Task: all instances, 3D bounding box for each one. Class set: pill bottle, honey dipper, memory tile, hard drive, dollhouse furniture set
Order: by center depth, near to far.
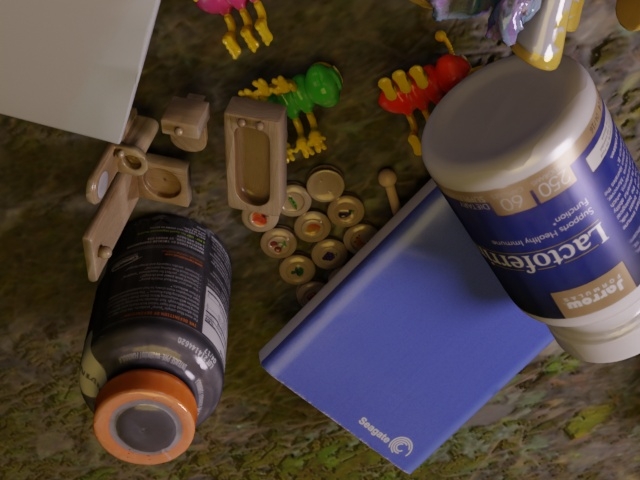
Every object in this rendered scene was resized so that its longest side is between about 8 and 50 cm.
[{"bbox_3d":[0.209,-0.021,1.091,0.153,0.153,0.264,-26,126,16],"label":"pill bottle"},{"bbox_3d":[-0.119,-0.041,1.108,0.151,0.123,0.144,12,137,9],"label":"dollhouse furniture set"},{"bbox_3d":[-0.151,0.092,1.160,0.131,0.245,0.130,0,124,0],"label":"pill bottle"},{"bbox_3d":[0.084,0.000,1.233,0.031,0.030,0.160,-13,121,8],"label":"honey dipper"},{"bbox_3d":[0.124,0.065,1.234,0.210,0.040,0.318,39,104,-24],"label":"hard drive"},{"bbox_3d":[0.000,0.000,1.241,0.113,0.012,0.148,-25,120,15],"label":"memory tile"}]

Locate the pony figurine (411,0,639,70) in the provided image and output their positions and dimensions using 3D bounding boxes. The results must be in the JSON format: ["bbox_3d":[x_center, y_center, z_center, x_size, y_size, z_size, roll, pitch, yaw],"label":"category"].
[{"bbox_3d":[0.205,-0.308,0.903,0.351,0.303,0.363,-2,131,-45],"label":"pony figurine"}]

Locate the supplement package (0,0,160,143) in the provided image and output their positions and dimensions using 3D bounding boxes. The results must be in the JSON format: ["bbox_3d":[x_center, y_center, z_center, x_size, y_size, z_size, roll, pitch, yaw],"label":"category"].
[{"bbox_3d":[-0.242,-0.232,0.934,0.263,0.198,0.199,14,150,-10],"label":"supplement package"}]

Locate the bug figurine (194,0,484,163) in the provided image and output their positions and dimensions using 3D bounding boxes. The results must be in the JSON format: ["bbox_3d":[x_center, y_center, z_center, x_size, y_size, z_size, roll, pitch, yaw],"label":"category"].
[{"bbox_3d":[0.010,-0.189,1.079,0.216,0.072,0.279,-17,127,17],"label":"bug figurine"}]
